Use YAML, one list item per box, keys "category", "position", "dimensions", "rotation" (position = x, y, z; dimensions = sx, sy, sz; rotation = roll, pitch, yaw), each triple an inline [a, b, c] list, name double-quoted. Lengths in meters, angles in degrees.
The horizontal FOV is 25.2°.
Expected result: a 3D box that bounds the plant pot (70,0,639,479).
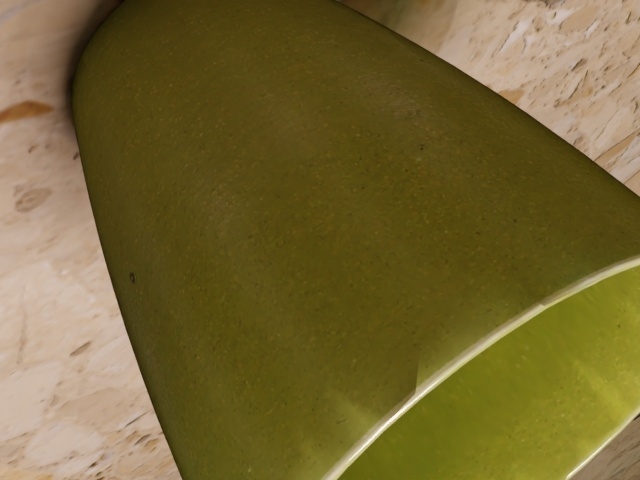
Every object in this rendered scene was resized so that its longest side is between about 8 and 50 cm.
- category: "plant pot"
  position: [0.000, 0.000, 0.737]
  dimensions: [0.274, 0.293, 0.275]
  rotation: [-30, 152, -18]
